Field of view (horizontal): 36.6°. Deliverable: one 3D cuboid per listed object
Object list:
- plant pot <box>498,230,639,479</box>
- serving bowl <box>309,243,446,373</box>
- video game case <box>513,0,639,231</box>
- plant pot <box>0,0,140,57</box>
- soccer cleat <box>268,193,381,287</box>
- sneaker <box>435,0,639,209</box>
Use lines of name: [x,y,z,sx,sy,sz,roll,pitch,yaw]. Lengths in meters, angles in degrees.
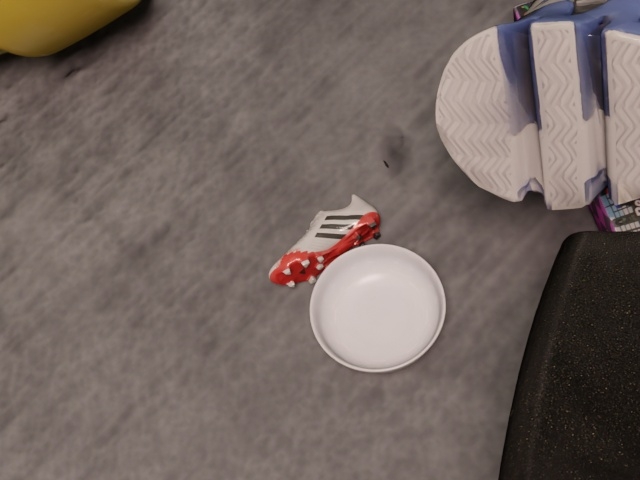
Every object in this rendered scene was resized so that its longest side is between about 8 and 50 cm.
plant pot: [0.181,0.098,0.472,0.188,0.187,0.167,0,52,11]
serving bowl: [0.036,0.045,0.599,0.083,0.027,0.083,-4,65,9]
video game case: [0.258,-0.083,0.605,0.210,0.042,0.232,-18,64,2]
plant pot: [-0.289,-0.217,0.676,0.239,0.254,0.254,-27,63,16]
soccer cleat: [0.000,0.000,0.628,0.083,0.029,0.035,-32,55,-8]
sneaker: [0.233,-0.102,0.487,0.316,0.127,0.182,8,40,23]
